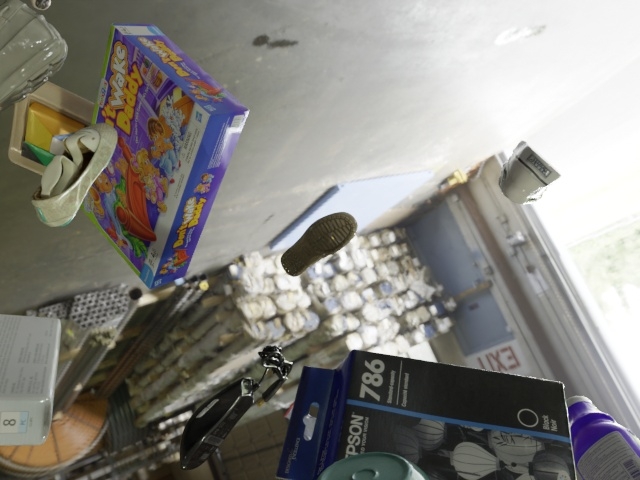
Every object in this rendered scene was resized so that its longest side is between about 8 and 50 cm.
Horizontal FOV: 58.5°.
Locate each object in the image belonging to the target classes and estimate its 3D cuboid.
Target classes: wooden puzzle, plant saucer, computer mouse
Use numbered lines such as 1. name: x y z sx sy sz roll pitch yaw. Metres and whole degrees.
1. wooden puzzle: -0.528 -0.200 1.184 0.221 0.044 0.238 25 134 -16
2. plant saucer: 0.041 0.223 0.521 0.119 0.021 0.119 -10 -175 1
3. computer mouse: -0.157 0.296 1.043 0.262 0.060 0.184 -51 159 -9

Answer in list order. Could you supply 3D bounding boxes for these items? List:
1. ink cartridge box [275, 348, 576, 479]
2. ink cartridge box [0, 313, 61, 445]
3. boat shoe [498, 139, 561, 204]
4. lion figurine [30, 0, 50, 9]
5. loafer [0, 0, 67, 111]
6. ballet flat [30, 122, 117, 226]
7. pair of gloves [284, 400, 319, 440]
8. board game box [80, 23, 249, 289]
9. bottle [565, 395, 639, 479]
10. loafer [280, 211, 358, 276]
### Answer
1. ink cartridge box: 0.123 0.226 0.684 0.333 0.165 0.065 6 135 8
2. ink cartridge box: -0.632 0.209 0.914 0.385 0.091 0.308 6 -166 -23
3. boat shoe: 0.345 -0.105 0.961 0.088 0.096 0.267 -48 176 20
4. lion figurine: -0.604 -0.419 0.979 0.392 0.240 0.142 -53 164 16
5. loafer: -0.472 -0.189 0.724 0.319 0.111 0.112 -52 -161 -28
6. ballet flat: -0.286 -0.092 0.672 0.057 0.168 0.052 1 144 10
7. pair of gloves: 0.016 0.345 1.084 0.198 0.159 0.023 -55 169 29
8. board game box: -0.269 -0.125 0.913 0.078 0.233 0.347 -23 149 -48
9. bottle: 0.506 0.383 0.994 0.118 0.092 0.283 -50 -165 15
10. loafer: 0.000 0.000 1.530 0.268 0.102 0.092 -34 -178 33
